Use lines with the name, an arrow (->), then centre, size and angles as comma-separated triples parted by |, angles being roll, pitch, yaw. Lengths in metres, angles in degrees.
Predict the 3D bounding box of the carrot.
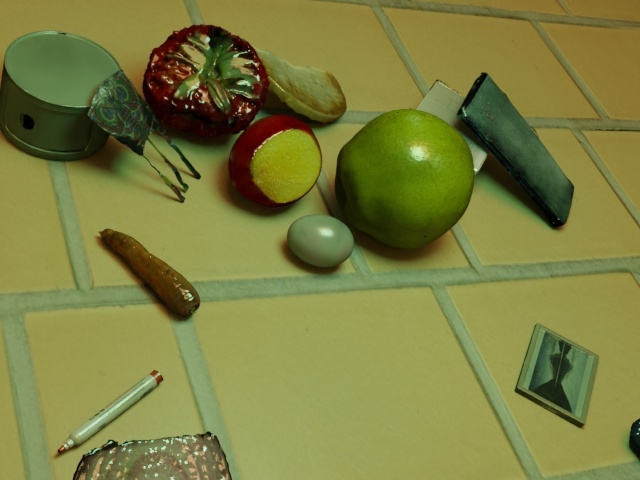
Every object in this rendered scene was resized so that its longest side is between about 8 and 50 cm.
carrot -> -0.309, 0.050, 1.704 | 0.248, 0.059, 0.059 | 39, 44, 18

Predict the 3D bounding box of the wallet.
wallet -> 0.474, -0.213, 2.232 | 0.379, 0.046, 0.190 | 47, 43, -15

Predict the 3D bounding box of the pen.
pen -> -0.333, 0.272, 1.494 | 0.026, 0.026, 0.218 | 39, 45, 14

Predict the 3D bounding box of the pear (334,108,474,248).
pear -> 0.179, -0.127, 1.945 | 0.294, 0.294, 0.294 | 13, 44, -13

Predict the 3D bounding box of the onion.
onion -> -0.251, 0.411, 1.350 | 0.250, 0.111, 0.247 | 3, 69, -37

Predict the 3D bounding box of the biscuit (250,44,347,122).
biscuit -> -0.046, -0.351, 2.172 | 0.309, 0.040, 0.204 | 8, 43, -48

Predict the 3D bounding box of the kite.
kite -> -0.333, -0.197, 1.841 | 0.285, 0.015, 0.152 | 51, 40, -30

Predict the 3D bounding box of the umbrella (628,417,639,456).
umbrella -> 0.666, 0.451, 1.781 | 0.071, 0.071, 0.248 | -11, 61, -33

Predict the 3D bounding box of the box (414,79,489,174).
box -> 0.308, -0.249, 2.249 | 0.203, 0.106, 0.251 | 32, 42, 3

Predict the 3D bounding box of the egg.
egg -> 0.000, 0.000, 1.861 | 0.135, 0.103, 0.103 | 15, 44, -8

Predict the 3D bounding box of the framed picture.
framed picture -> 0.480, 0.267, 1.895 | 0.150, 0.015, 0.203 | 29, 43, 4

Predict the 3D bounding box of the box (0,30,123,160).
box -> -0.515, -0.285, 1.859 | 0.226, 0.149, 0.226 | 13, 44, -13

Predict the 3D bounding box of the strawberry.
strawberry -> -0.245, -0.331, 2.010 | 0.261, 0.257, 0.261 | 3, 75, -11

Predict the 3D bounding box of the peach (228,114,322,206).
peach -> -0.090, -0.161, 1.916 | 0.190, 0.190, 0.192 | 21, 24, -5
